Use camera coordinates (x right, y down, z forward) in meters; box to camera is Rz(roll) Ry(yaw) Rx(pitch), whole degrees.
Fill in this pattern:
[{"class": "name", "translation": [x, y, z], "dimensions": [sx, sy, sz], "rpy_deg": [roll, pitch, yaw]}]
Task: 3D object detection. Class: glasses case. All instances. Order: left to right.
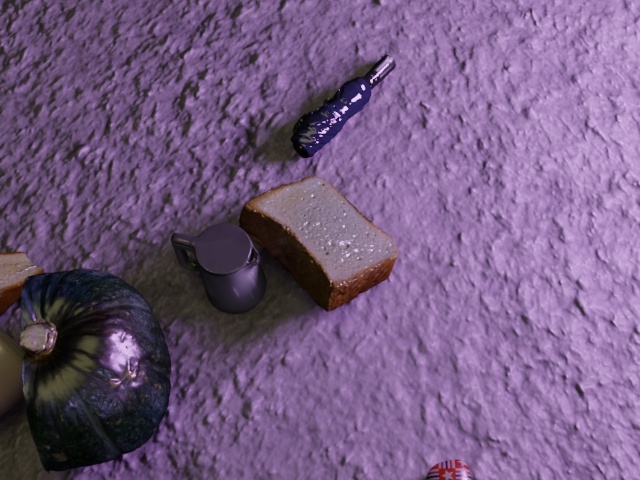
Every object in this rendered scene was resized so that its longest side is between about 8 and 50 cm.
[{"class": "glasses case", "translation": [0.196, 0.409, 1.593], "dimensions": [0.073, 0.049, 0.194], "rpy_deg": [-11, 65, -1]}]

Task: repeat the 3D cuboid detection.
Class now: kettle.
[{"class": "kettle", "translation": [-0.150, 0.035, 1.737], "dimensions": [0.098, 0.148, 0.127], "rpy_deg": [-41, 68, -13]}]

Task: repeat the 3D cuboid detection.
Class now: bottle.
[{"class": "bottle", "translation": [-0.549, 0.235, 1.676], "dimensions": [0.147, 0.147, 0.236], "rpy_deg": [40, 76, 19]}]

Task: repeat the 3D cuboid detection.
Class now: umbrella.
[{"class": "umbrella", "translation": [0.040, -0.237, 1.891], "dimensions": [0.071, 0.071, 0.248], "rpy_deg": [38, 74, 19]}]

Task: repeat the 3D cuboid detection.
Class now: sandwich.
[{"class": "sandwich", "translation": [-0.556, 0.098, 1.770], "dimensions": [0.244, 0.088, 0.090], "rpy_deg": [-42, 72, -15]}, {"class": "sandwich", "translation": [0.000, 0.000, 1.745], "dimensions": [0.186, 0.065, 0.215], "rpy_deg": [-24, 60, -42]}]

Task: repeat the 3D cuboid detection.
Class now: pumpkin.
[{"class": "pumpkin", "translation": [-0.320, 0.176, 1.625], "dimensions": [0.197, 0.263, 0.292], "rpy_deg": [-9, 67, -5]}]
